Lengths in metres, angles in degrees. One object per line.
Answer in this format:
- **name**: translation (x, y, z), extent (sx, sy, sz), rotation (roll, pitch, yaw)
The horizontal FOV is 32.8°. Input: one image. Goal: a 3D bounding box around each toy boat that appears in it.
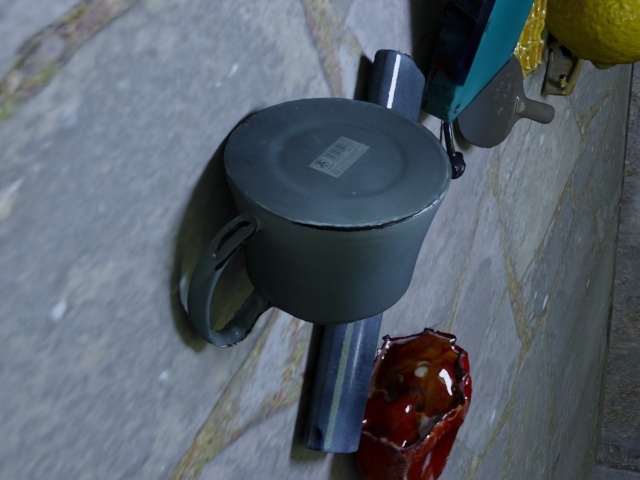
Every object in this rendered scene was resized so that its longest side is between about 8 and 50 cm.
- **toy boat**: translation (0.440, -0.355, 1.928), extent (0.088, 0.068, 0.226), rotation (53, 51, -55)

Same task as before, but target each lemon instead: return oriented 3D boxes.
- **lemon**: translation (0.457, -0.413, 1.663), extent (0.293, 0.293, 0.293), rotation (8, 90, -69)

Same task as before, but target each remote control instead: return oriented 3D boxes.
- **remote control**: translation (0.044, 0.012, 1.041), extent (0.107, 0.044, 0.378), rotation (29, 70, -73)

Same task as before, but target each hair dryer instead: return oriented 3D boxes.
- **hair dryer**: translation (0.162, -0.120, 1.337), extent (0.079, 0.031, 0.083), rotation (-60, 143, -67)

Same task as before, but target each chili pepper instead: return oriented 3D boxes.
- **chili pepper**: translation (0.096, 0.223, 1.179), extent (0.253, 0.136, 0.144), rotation (86, -4, -48)

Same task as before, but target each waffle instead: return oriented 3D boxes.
- **waffle**: translation (0.273, -0.333, 1.500), extent (0.160, 0.055, 0.211), rotation (-41, 136, -58)

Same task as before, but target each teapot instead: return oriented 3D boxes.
- **teapot**: translation (0.000, 0.000, 0.807), extent (0.239, 0.162, 0.149), rotation (-30, 142, -34)

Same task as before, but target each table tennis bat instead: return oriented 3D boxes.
- **table tennis bat**: translation (0.245, -0.183, 1.437), extent (0.234, 0.022, 0.131), rotation (6, 99, -50)

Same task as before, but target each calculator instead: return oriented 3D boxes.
- **calculator**: translation (0.200, -0.286, 1.219), extent (0.248, 0.058, 0.274), rotation (-47, 159, -46)
